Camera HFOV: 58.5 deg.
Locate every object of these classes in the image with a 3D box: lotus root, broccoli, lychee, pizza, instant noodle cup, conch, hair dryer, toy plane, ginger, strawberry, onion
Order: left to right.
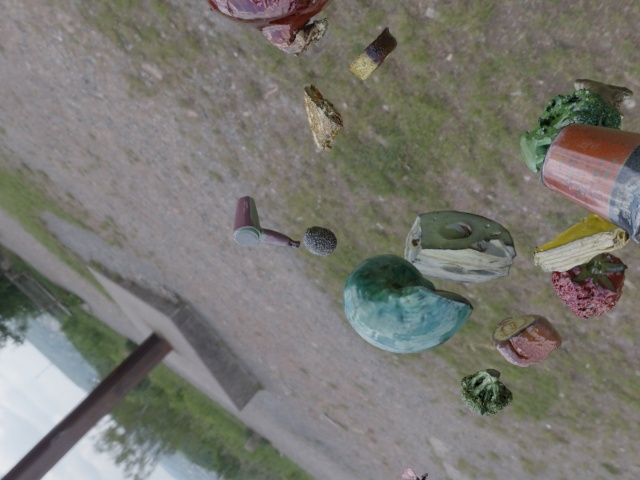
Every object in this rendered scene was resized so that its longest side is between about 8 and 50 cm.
[{"bbox_3d":[-0.107,-0.017,1.164,0.154,0.106,0.054,30,125,-29],"label":"hair dryer"},{"bbox_3d":[-0.103,-0.596,1.193,0.354,0.353,0.353,34,154,19],"label":"onion"},{"bbox_3d":[0.000,0.000,1.231,0.067,0.083,0.068,-30,64,37],"label":"lychee"},{"bbox_3d":[0.019,-0.320,1.508,0.199,0.062,0.188,-140,32,-63],"label":"pizza"},{"bbox_3d":[0.131,0.107,0.945,0.196,0.134,0.202,20,-167,-7],"label":"conch"},{"bbox_3d":[0.194,0.443,0.966,0.145,0.037,0.060,48,136,17],"label":"toy plane"},{"bbox_3d":[0.418,0.016,1.729,0.314,0.142,0.210,8,141,5],"label":"lotus root"},{"bbox_3d":[0.404,0.368,1.396,0.130,0.131,0.120,-125,42,-55],"label":"broccoli"},{"bbox_3d":[0.428,-0.160,0.954,0.195,0.156,0.195,167,90,-85],"label":"broccoli"},{"bbox_3d":[0.748,0.130,1.597,0.184,0.187,0.201,26,141,45],"label":"strawberry"},{"bbox_3d":[0.814,-0.400,1.661,0.166,0.333,0.080,8,122,24],"label":"ginger"},{"bbox_3d":[0.341,-0.077,0.664,0.136,0.127,0.127,34,156,44],"label":"instant noodle cup"}]

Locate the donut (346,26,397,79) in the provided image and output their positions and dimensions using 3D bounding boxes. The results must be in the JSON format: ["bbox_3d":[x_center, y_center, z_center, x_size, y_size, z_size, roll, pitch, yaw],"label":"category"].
[{"bbox_3d":[0.132,-0.458,1.412,0.059,0.140,0.140,44,155,-6],"label":"donut"}]

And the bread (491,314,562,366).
[{"bbox_3d":[0.656,0.314,1.837,0.123,0.190,0.244,57,-173,1],"label":"bread"}]

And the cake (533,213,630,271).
[{"bbox_3d":[0.505,0.014,1.073,0.079,0.185,0.116,57,-177,-22],"label":"cake"}]

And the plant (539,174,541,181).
[{"bbox_3d":[0.530,-0.154,1.227,0.116,0.122,0.104,120,137,-56],"label":"plant"}]
